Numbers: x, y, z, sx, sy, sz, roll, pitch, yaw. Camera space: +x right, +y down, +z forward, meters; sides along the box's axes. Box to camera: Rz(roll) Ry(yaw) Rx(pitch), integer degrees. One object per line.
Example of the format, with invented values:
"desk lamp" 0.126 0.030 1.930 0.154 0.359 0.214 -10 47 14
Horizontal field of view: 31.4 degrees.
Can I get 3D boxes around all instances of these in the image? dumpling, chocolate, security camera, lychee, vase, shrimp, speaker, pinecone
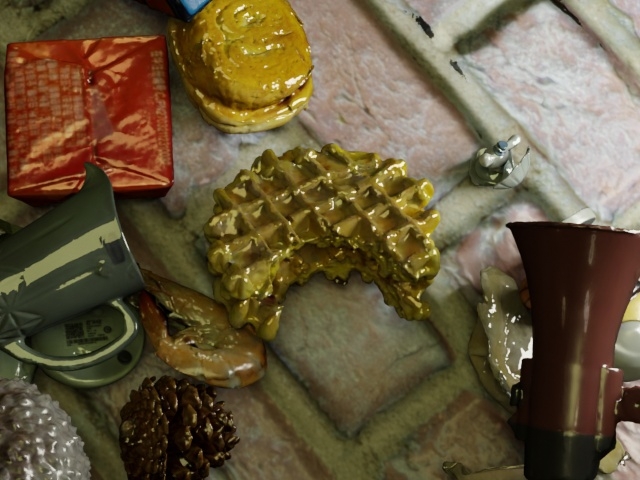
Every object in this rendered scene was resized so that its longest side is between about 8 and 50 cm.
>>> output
"dumpling" 0.281 0.200 1.571 0.166 0.086 0.332 -23 73 -42
"chocolate" -0.328 -0.166 1.639 0.234 0.108 0.237 -5 73 -3
"security camera" -0.394 0.149 1.562 0.301 0.080 0.157 -6 59 -16
"lychee" -0.413 0.317 1.403 0.300 0.300 0.300 1 74 -2
"vase" -0.372 0.065 1.480 0.301 0.156 0.251 -28 82 -14
"shrimp" -0.202 0.114 1.560 0.287 0.063 0.152 30 37 11
"speaker" 0.367 0.139 1.439 0.259 0.198 0.330 -1 87 1
"pinecone" -0.188 0.255 1.505 0.173 0.173 0.174 1 74 -2

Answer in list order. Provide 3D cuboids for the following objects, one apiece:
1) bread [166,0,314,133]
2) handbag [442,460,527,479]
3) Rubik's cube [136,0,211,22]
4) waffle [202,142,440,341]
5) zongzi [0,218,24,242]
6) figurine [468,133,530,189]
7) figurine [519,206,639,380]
"bread" -0.118 -0.272 1.659 0.198 0.120 0.236 -18 77 -26
"handbag" 0.269 0.415 1.493 0.182 0.117 0.270 -9 74 9
"Rubik's cube" -0.226 -0.522 1.602 0.288 0.283 0.293 -47 45 -14
"waffle" 0.000 0.000 1.567 0.324 0.151 0.261 -6 55 -10
"zongzi" -0.478 -0.032 1.624 0.119 0.055 0.109 -21 74 -20
"figurine" 0.266 -0.117 1.660 0.082 0.086 0.094 39 76 10
"figurine" 0.387 0.087 1.583 0.176 0.133 0.236 -32 76 -13
